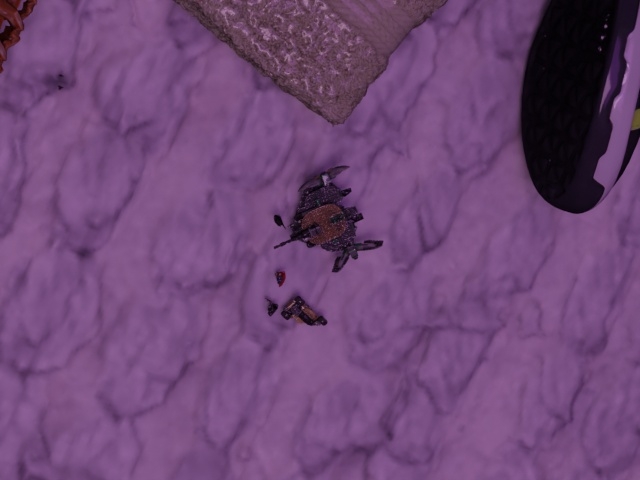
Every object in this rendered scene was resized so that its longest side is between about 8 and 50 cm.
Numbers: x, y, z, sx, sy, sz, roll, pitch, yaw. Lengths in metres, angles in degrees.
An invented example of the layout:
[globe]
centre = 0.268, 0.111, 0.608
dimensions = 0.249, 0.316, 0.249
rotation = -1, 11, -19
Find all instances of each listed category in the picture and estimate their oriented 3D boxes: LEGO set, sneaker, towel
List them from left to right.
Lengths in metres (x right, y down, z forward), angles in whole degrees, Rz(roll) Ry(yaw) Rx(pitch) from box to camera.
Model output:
[towel]
centre = -0.014, -0.134, 0.675
dimensions = 0.148, 0.027, 0.110
rotation = 41, 86, -19
[LEGO set]
centre = -0.003, 0.000, 0.708
dimensions = 0.054, 0.023, 0.083
rotation = 32, 102, -17
[sneaker]
centre = 0.172, -0.121, 0.706
dimensions = 0.097, 0.084, 0.234
rotation = 13, 95, -20

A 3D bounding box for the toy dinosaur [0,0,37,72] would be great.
[toy dinosaur]
centre = -0.263, -0.014, 0.579
dimensions = 0.322, 0.164, 0.218
rotation = -48, 125, -24
